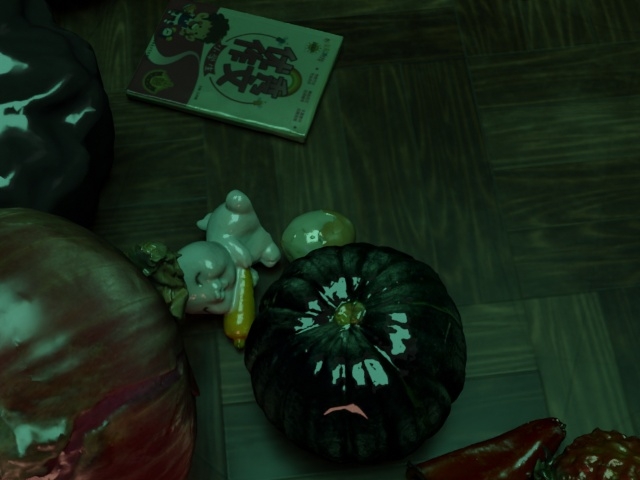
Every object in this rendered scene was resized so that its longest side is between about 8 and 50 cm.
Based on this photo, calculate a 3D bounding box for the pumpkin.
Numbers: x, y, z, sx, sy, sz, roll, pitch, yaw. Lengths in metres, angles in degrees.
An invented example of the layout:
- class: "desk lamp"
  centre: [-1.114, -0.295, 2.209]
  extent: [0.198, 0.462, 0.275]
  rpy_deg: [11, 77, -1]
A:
- class: "pumpkin"
  centre: [0.035, 0.107, 0.938]
  extent: [0.221, 0.162, 0.220]
  rpy_deg: [-5, 54, 6]

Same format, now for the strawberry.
- class: "strawberry"
  centre: [0.303, 0.265, 0.866]
  extent: [0.236, 0.106, 0.175]
  rpy_deg: [24, 56, -2]

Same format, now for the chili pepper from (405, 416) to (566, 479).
- class: "chili pepper"
  centre: [0.174, 0.217, 0.941]
  extent: [0.169, 0.065, 0.088]
  rpy_deg: [-23, 43, -19]

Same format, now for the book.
- class: "book"
  centre: [-0.104, -0.214, 1.186]
  extent: [0.232, 0.022, 0.162]
  rpy_deg: [15, 64, 9]

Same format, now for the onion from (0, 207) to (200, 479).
- class: "onion"
  centre: [-0.275, 0.130, 0.833]
  extent: [0.354, 0.353, 0.353]
  rpy_deg: [0, 62, 0]

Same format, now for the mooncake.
- class: "mooncake"
  centre: [-0.406, -0.113, 1.041]
  extent: [0.351, 0.212, 0.381]
  rpy_deg: [10, 65, -1]

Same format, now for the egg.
- class: "egg"
  centre: [0.000, 0.000, 1.046]
  extent: [0.083, 0.071, 0.071]
  rpy_deg: [-34, 67, -23]

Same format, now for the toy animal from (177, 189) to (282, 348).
- class: "toy animal"
  centre: [-0.133, 0.045, 1.026]
  extent: [0.127, 0.131, 0.181]
  rpy_deg: [14, 50, 44]
